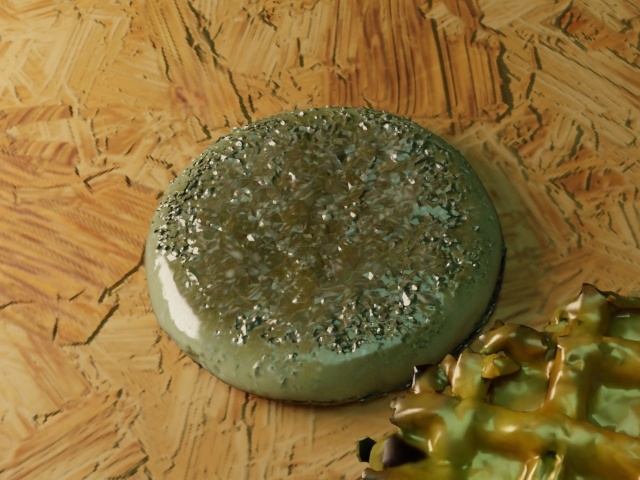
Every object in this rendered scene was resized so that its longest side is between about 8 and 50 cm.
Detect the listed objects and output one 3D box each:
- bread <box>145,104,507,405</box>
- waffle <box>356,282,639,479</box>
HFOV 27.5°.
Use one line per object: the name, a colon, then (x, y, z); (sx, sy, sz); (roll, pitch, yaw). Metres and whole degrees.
bread: (0.000, 0.000, 0.937); (0.267, 0.040, 0.267); (-5, 53, 6)
waffle: (0.213, 0.182, 0.726); (0.382, 0.095, 0.379); (-23, 56, -5)
